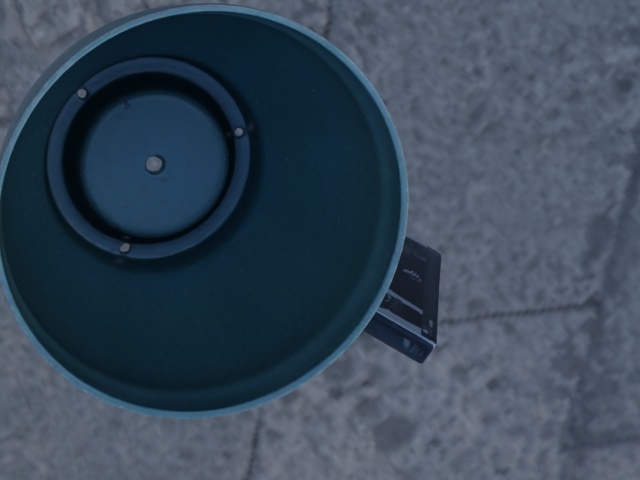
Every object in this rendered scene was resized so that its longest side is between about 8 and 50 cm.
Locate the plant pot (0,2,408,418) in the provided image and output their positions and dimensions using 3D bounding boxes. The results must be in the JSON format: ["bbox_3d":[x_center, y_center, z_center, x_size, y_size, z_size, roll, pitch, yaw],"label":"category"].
[{"bbox_3d":[-0.106,-0.041,1.146,0.293,0.196,0.293,-5,108,-17],"label":"plant pot"}]

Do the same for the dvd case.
[{"bbox_3d":[0.000,0.000,1.375,0.238,0.179,0.029,30,115,-8],"label":"dvd case"}]
